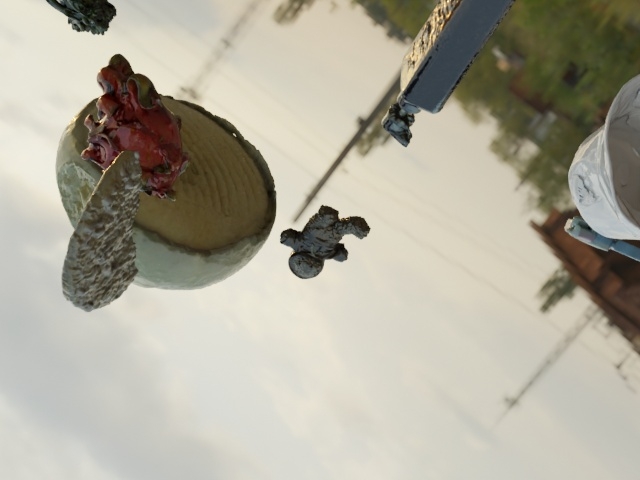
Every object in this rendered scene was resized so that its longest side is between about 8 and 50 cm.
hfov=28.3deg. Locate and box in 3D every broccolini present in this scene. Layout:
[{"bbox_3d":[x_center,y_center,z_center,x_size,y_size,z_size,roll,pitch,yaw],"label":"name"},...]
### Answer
[{"bbox_3d":[-0.363,-0.341,1.737,0.203,0.068,0.091,29,-159,-54],"label":"broccolini"}]

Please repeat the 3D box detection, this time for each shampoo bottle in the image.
[{"bbox_3d":[0.158,-0.244,1.545,0.071,0.309,0.098,22,-139,-15],"label":"shampoo bottle"}]

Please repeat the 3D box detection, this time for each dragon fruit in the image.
[{"bbox_3d":[-0.250,-0.146,1.692,0.133,0.150,0.207,22,129,62],"label":"dragon fruit"}]

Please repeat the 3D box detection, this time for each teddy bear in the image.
[{"bbox_3d":[0.001,-0.008,2.006,0.119,0.160,0.078,21,-137,-22],"label":"teddy bear"}]

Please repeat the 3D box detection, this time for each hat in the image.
[{"bbox_3d":[0.343,-0.071,1.338,0.203,0.203,0.126,35,160,-14],"label":"hat"}]

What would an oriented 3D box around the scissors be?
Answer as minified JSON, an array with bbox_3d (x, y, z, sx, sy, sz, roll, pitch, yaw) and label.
[{"bbox_3d":[0.380,-0.007,1.758,0.125,0.030,0.256,26,-174,22],"label":"scissors"}]

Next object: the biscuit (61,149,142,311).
[{"bbox_3d":[-0.260,0.013,1.502,0.032,0.250,0.133,28,-129,12],"label":"biscuit"}]

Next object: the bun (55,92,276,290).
[{"bbox_3d":[-0.262,-0.065,2.052,0.364,0.202,0.364,20,-136,-21],"label":"bun"}]
